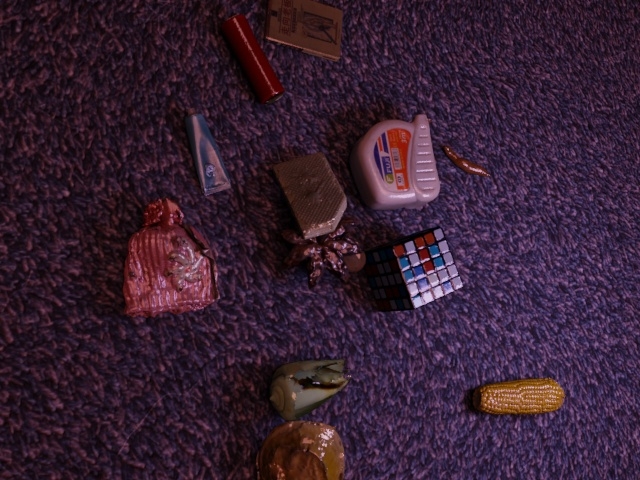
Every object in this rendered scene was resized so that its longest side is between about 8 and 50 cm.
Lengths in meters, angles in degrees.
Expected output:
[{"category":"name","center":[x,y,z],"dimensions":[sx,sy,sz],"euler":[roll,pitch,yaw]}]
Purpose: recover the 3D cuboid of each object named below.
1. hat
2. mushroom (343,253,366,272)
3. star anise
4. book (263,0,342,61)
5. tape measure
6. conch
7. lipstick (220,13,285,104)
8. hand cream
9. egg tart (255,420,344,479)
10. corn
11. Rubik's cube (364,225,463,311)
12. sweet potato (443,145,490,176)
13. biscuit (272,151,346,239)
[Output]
[{"category":"hat","center":[-0.362,0.036,1.459],"dimensions":[0.236,0.107,0.287],"euler":[-5,88,-35]},{"category":"mushroom","center":[0.089,0.044,1.687],"dimensions":[0.085,0.085,0.079],"euler":[68,22,0]},{"category":"star anise","center":[0.001,-0.001,1.597],"dimensions":[0.223,0.109,0.236],"euler":[30,71,10]},{"category":"book","center":[-0.046,-0.620,1.756],"dimensions":[0.230,0.026,0.161],"euler":[9,78,-22]},{"category":"tape measure","center":[0.216,-0.220,1.753],"dimensions":[0.264,0.130,0.259],"euler":[-5,81,-19]},{"category":"conch","center":[-0.017,0.357,1.535],"dimensions":[0.250,0.137,0.144],"euler":[-16,110,-21]},{"category":"lipstick","center":[-0.182,-0.486,1.644],"dimensions":[0.080,0.080,0.241],"euler":[-31,94,-25]},{"category":"hand cream","center":[-0.301,-0.231,1.571],"dimensions":[0.083,0.048,0.225],"euler":[-21,95,-28]},{"category":"egg tart","center":[-0.043,0.554,1.471],"dimensions":[0.231,0.098,0.252],"euler":[31,100,-7]},{"category":"corn","center":[0.593,0.466,1.814],"dimensions":[0.304,0.106,0.106],"euler":[2,80,-23]},{"category":"Rubik's cube","center":[0.248,0.082,1.682],"dimensions":[0.182,0.184,0.187],"euler":[-19,88,-25]},{"category":"sweet potato","center":[0.452,-0.238,1.906],"dimensions":[0.179,0.044,0.044],"euler":[27,71,-12]},{"category":"biscuit","center":[-0.021,-0.122,1.590],"dimensions":[0.150,0.052,0.252],"euler":[-16,55,-12]}]
